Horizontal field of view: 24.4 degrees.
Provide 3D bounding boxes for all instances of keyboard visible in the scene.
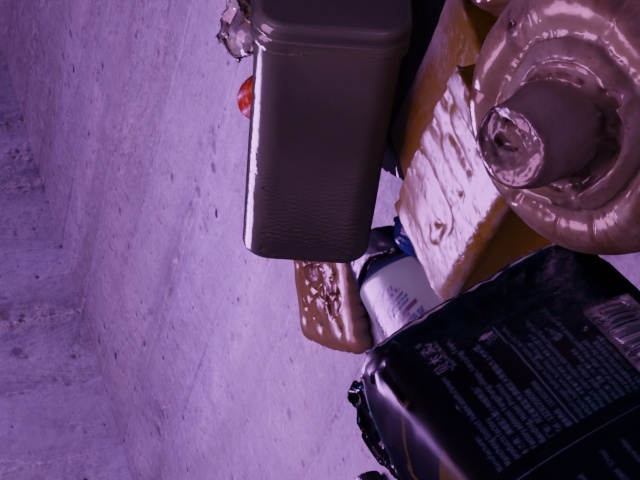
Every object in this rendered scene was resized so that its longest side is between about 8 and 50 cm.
[{"bbox_3d":[0.120,-0.104,1.859,0.196,0.015,0.074,-147,55,-61],"label":"keyboard"}]

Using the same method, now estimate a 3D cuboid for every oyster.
[{"bbox_3d":[-0.126,-0.330,2.316,0.108,0.053,0.165,-59,34,31],"label":"oyster"}]

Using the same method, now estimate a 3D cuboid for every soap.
[{"bbox_3d":[0.176,-0.102,1.571,0.281,0.143,0.259,108,148,-58],"label":"soap"}]

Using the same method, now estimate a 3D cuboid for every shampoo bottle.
[{"bbox_3d":[0.144,0.125,1.805,0.134,0.078,0.359,-59,42,35],"label":"shampoo bottle"}]

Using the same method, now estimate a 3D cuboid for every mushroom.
[{"bbox_3d":[0.231,-0.104,1.268,0.254,0.234,0.260,-16,103,44],"label":"mushroom"}]

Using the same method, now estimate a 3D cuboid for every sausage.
[{"bbox_3d":[-0.064,-0.225,2.184,0.274,0.074,0.074,164,96,-69],"label":"sausage"}]

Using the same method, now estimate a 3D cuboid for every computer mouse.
[{"bbox_3d":[0.101,0.229,1.931,0.146,0.077,0.241,55,165,15],"label":"computer mouse"}]

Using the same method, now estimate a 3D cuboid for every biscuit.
[{"bbox_3d":[0.000,0.000,2.155,0.217,0.044,0.324,-172,74,-66],"label":"biscuit"}]

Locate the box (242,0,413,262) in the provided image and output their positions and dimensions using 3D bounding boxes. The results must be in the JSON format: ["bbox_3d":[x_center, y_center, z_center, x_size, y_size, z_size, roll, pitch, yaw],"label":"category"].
[{"bbox_3d":[-0.004,-0.209,1.786,0.352,0.177,0.343,-91,7,-48],"label":"box"}]

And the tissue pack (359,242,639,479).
[{"bbox_3d":[0.251,0.222,1.274,0.416,0.264,0.253,49,166,51],"label":"tissue pack"}]

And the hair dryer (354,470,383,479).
[{"bbox_3d":[0.086,0.451,2.129,0.195,0.050,0.173,101,153,-47],"label":"hair dryer"}]

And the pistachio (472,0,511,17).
[{"bbox_3d":[0.217,-0.315,1.369,0.166,0.197,0.288,38,143,-8],"label":"pistachio"}]

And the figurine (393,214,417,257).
[{"bbox_3d":[0.140,0.008,1.761,0.136,0.079,0.077,-124,18,-45],"label":"figurine"}]
